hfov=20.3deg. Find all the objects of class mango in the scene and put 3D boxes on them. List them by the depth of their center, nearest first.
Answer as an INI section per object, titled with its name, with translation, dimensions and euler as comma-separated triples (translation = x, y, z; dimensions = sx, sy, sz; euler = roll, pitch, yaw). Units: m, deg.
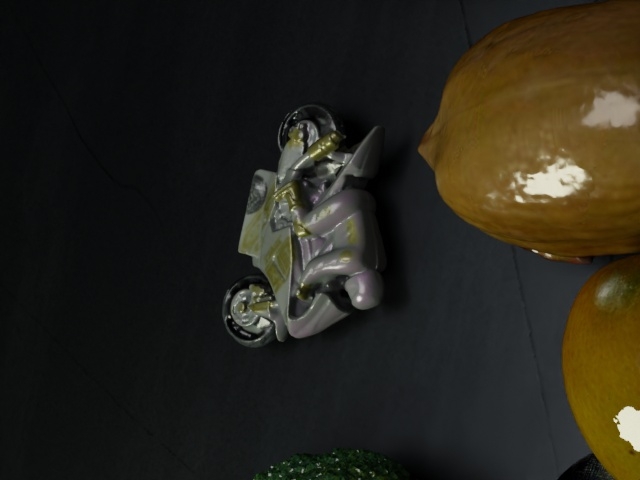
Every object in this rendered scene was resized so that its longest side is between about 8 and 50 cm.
[mango]
translation = 0.310, 0.128, 1.246
dimensions = 0.317, 0.173, 0.211
euler = 46, 110, 18

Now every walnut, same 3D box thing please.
[walnut]
translation = 0.200, -0.087, 1.338
dimensions = 0.298, 0.203, 0.203
euler = 1, 84, 36

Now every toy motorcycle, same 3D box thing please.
[toy motorcycle]
translation = 0.000, 0.000, 1.534
dimensions = 0.152, 0.073, 0.225
euler = 23, 98, 33

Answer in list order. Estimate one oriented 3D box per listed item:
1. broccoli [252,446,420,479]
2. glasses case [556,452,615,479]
[broccoli]
translation = 0.002, 0.282, 1.418
dimensions = 0.269, 0.261, 0.242
euler = 5, 113, -2
[glasses case]
translation = 0.261, 0.274, 1.317
dimensions = 0.103, 0.067, 0.267
euler = -38, 63, 16
